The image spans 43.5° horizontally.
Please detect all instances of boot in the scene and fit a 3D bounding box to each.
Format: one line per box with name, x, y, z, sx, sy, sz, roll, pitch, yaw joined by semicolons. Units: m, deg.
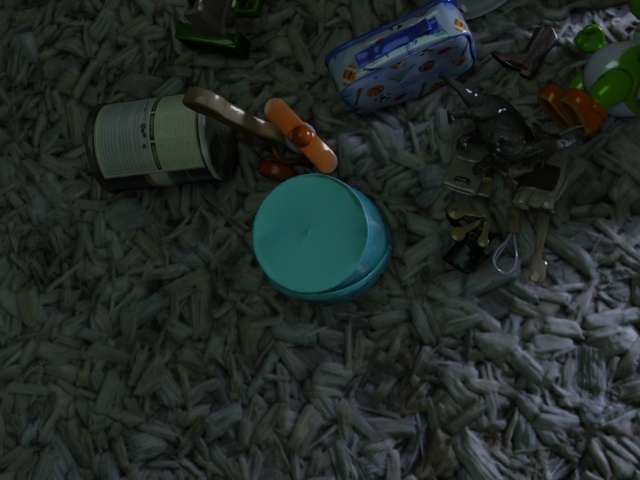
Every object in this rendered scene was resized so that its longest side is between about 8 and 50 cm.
boot;0.285;0.003;1.639;0.121;0.045;0.099;35;93;15
boot;0.425;-0.405;1.664;0.106;0.037;0.114;33;95;4

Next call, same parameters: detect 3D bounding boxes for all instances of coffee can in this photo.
coffee can;-0.344;-0.217;1.763;0.275;0.201;0.202;-5;80;15

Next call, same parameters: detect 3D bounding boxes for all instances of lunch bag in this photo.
lunch bag;0.169;-0.372;1.623;0.303;0.243;0.115;-25;76;12

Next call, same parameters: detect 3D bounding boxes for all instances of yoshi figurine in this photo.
yoshi figurine;0.584;-0.382;1.540;0.362;0.203;0.203;-41;67;3

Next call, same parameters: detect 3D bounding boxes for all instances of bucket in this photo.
bucket;0.000;0.000;1.644;0.281;0.183;0.281;-2;81;15

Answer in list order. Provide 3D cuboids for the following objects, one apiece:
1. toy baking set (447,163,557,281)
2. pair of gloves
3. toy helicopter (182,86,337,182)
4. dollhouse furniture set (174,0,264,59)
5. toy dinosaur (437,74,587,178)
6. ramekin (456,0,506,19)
toy baking set;0.371;-0.036;1.606;0.256;0.030;0.197;38;79;16
pair of gloves;0.378;-0.155;1.611;0.240;0.042;0.204;13;62;13
toy helicopter;-0.114;-0.220;1.614;0.235;0.355;0.140;15;85;51
dollhouse furniture set;-0.247;-0.538;1.732;0.151;0.301;0.198;15;88;14
toy dinosaur;0.347;-0.220;1.580;0.160;0.121;0.313;-24;50;-26
ramekin;0.313;-0.561;1.637;0.207;0.207;0.109;-26;67;10
